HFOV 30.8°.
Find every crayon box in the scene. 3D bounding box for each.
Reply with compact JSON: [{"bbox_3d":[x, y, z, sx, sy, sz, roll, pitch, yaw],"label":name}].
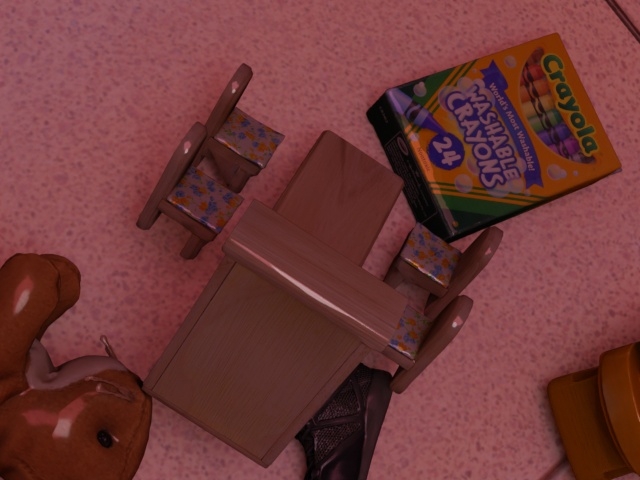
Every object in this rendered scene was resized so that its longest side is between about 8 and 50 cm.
[{"bbox_3d":[0.248,-0.141,1.521,0.323,0.083,0.203,-21,83,-22],"label":"crayon box"}]

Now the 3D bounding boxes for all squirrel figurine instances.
[{"bbox_3d":[-0.381,0.177,1.179,0.370,0.281,0.397,45,81,-13],"label":"squirrel figurine"}]

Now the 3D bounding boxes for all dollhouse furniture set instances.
[{"bbox_3d":[0.000,0.000,1.236,0.362,0.256,0.394,33,44,-4],"label":"dollhouse furniture set"}]

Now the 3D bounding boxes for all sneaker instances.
[{"bbox_3d":[-0.005,0.238,1.339,0.130,0.087,0.227,21,67,-9],"label":"sneaker"}]

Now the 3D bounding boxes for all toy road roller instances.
[{"bbox_3d":[0.436,0.200,1.452,0.330,0.241,0.202,1,71,-56],"label":"toy road roller"}]
